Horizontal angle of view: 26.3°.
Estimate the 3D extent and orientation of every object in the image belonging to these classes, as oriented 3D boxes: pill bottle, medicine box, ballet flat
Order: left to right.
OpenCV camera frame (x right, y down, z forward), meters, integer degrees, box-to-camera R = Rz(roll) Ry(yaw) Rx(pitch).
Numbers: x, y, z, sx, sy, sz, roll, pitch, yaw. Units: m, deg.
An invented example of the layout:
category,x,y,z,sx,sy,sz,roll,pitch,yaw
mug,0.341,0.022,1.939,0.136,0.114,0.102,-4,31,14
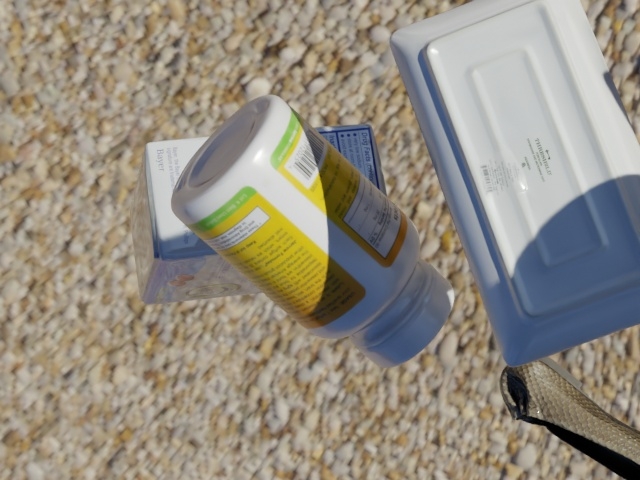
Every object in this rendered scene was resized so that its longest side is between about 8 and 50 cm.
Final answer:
category,x,y,z,sx,sy,sz,roll,pitch,yaw
medicine box,-0.086,-0.028,1.744,0.289,0.263,0.149,-5,76,-13
pill bottle,0.000,0.000,1.204,0.136,0.136,0.245,-37,113,26
ballet flat,0.257,0.188,1.183,0.250,0.058,0.084,37,158,15

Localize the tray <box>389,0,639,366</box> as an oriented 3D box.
category,x,y,z,sx,sy,sz,roll,pitch,yaw
tray,0.156,-0.058,0.988,0.145,0.030,0.270,-21,78,9
